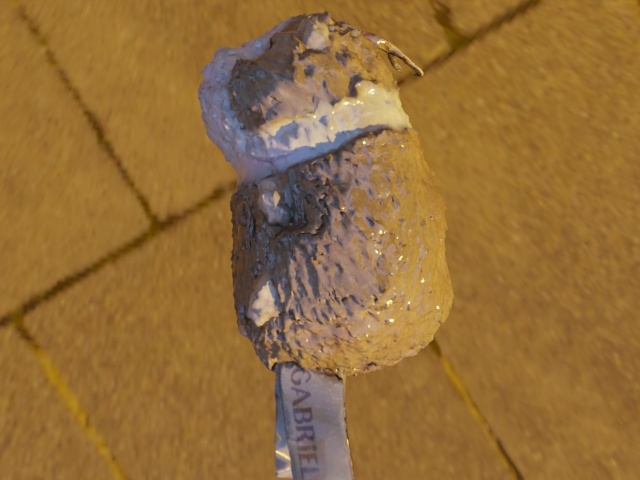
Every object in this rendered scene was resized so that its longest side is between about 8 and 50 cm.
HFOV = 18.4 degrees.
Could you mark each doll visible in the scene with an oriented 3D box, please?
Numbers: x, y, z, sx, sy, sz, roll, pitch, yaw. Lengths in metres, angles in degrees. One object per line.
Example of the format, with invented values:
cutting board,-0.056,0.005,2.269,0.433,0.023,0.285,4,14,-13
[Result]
doll,0.003,0.001,0.902,0.115,0.105,0.221,-1,74,-11
